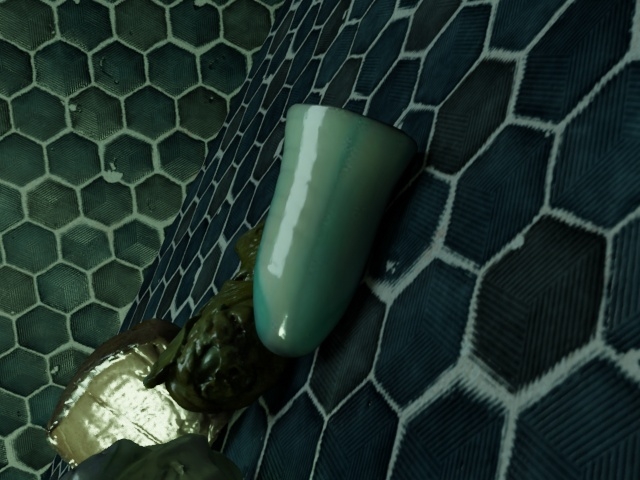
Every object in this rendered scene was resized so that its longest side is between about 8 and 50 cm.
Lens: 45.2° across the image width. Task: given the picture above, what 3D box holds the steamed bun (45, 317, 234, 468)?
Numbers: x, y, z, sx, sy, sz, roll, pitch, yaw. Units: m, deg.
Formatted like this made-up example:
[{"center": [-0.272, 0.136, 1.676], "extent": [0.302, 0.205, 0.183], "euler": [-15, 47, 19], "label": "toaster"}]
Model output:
[{"center": [-0.285, 0.269, 1.285], "extent": [0.301, 0.251, 0.199], "euler": [-43, 7, 14], "label": "steamed bun"}]

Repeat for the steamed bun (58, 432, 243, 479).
[{"center": [-0.229, 0.338, 0.916], "extent": [0.268, 0.207, 0.280], "euler": [-37, 17, -5], "label": "steamed bun"}]

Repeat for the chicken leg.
[{"center": [-0.122, 0.102, 1.215], "extent": [0.201, 0.153, 0.429], "euler": [-14, 32, 20], "label": "chicken leg"}]

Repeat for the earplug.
[{"center": [0.000, 0.000, 1.033], "extent": [0.185, 0.185, 0.324], "euler": [4, 77, 70], "label": "earplug"}]
